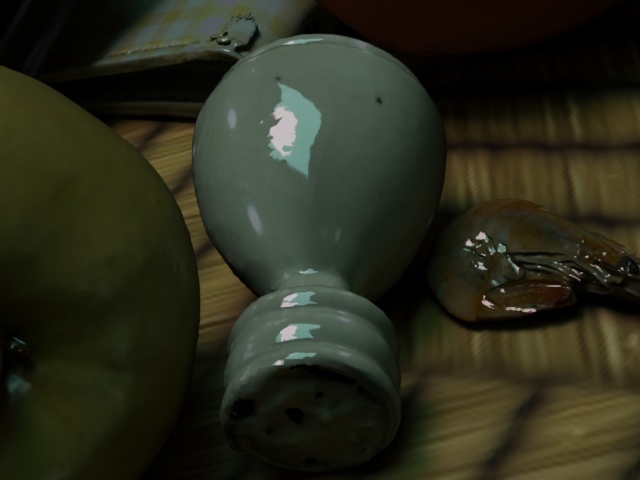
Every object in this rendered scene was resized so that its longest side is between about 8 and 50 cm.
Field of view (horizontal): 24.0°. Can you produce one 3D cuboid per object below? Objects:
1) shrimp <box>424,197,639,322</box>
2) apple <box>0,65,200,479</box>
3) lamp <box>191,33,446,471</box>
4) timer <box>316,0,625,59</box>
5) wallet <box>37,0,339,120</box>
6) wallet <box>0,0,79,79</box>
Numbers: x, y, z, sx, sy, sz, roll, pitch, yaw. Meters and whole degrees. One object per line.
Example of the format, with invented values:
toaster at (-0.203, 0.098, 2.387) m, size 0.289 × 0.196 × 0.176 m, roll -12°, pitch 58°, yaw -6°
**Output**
shrimp at (0.081, 0.014, 0.578) m, size 0.059 × 0.023 × 0.108 m, roll -42°, pitch 36°, yaw -14°
apple at (-0.135, 0.025, 0.546) m, size 0.200 × 0.200 × 0.200 m, roll -16°, pitch 32°, yaw 10°
lamp at (0.000, 0.000, 0.584) m, size 0.106 × 0.106 × 0.193 m, roll -14°, pitch 43°, yaw 13°
timer at (0.074, -0.205, 0.714) m, size 0.229 × 0.230 × 0.215 m, roll -17°, pitch 61°, yaw 9°
wallet at (-0.037, -0.185, 0.904) m, size 0.223 × 0.077 × 0.309 m, roll 6°, pitch 45°, yaw 37°
wallet at (-0.256, -0.176, 0.940) m, size 0.228 × 0.062 × 0.406 m, roll -61°, pitch 36°, yaw 7°
